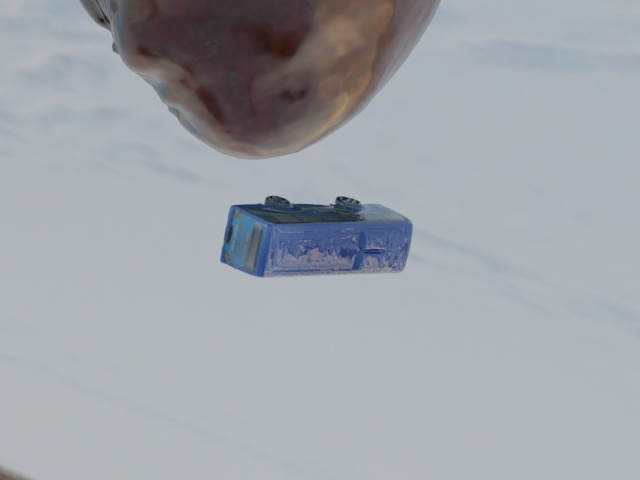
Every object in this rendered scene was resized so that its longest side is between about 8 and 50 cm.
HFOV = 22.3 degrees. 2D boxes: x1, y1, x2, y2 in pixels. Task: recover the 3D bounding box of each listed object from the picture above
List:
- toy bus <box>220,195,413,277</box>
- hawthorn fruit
[{"bbox_3d":[0.000,0.000,1.163,0.153,0.051,0.061,0,-160,-41],"label":"toy bus"},{"bbox_3d":[-0.044,-0.238,1.354,0.308,0.325,0.308,24,-150,-15],"label":"hawthorn fruit"}]
